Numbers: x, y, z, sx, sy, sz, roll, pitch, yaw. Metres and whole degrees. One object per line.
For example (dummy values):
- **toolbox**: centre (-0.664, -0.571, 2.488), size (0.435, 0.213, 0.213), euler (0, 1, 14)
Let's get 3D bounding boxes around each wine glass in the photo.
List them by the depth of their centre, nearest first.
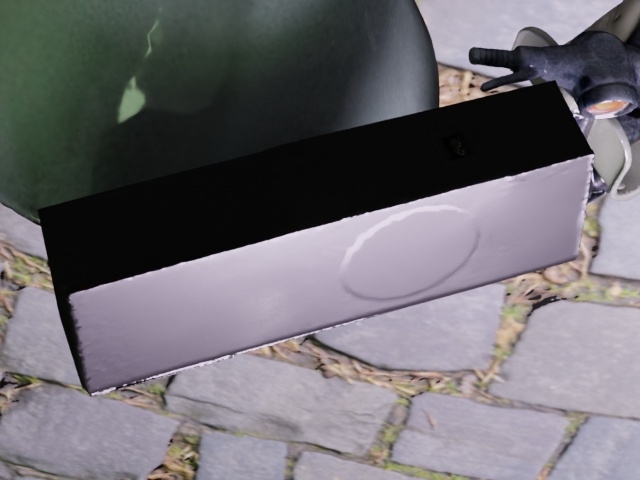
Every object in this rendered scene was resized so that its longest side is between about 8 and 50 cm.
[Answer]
- **wine glass**: centre (-0.015, -0.205, 0.761), size (0.267, 0.267, 0.406), euler (17, 140, -8)

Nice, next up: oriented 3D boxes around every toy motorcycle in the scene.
- **toy motorcycle**: centre (0.162, -0.087, 0.897), size (0.263, 0.091, 0.157), euler (-32, 165, -11)

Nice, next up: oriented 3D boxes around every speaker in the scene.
- **speaker**: centre (0.000, 0.000, 0.797), size (0.218, 0.044, 0.082), euler (-14, 145, -10)
